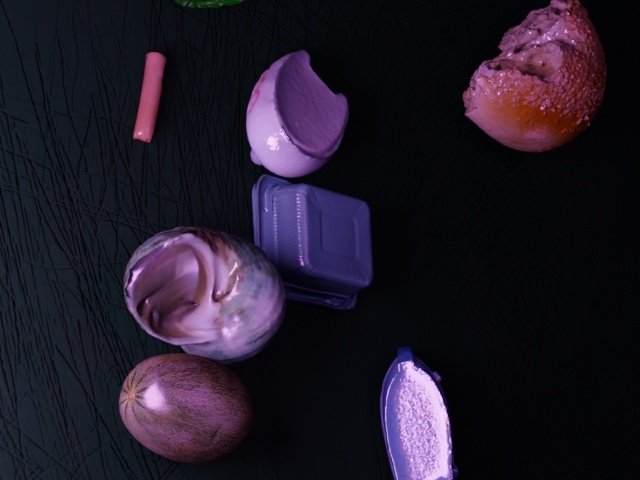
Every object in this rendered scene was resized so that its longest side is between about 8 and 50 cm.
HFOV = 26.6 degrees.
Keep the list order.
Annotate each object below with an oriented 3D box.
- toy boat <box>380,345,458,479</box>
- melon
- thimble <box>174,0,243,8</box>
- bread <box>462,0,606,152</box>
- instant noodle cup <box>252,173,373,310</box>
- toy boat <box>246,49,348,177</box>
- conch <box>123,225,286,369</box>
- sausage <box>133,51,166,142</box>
[{"bbox_3d":[0.126,0.241,1.748,0.102,0.088,0.215,51,29,-76],"label":"toy boat"},{"bbox_3d":[-0.136,0.179,1.439,0.167,0.114,0.114,26,57,-38],"label":"melon"},{"bbox_3d":[-0.132,-0.340,1.646,0.130,0.118,0.090,8,64,-66],"label":"thimble"},{"bbox_3d":[0.352,-0.241,2.106,0.192,0.171,0.314,57,43,-10],"label":"bread"},{"bbox_3d":[0.000,0.000,1.698,0.179,0.070,0.157,14,67,-46],"label":"instant noodle cup"},{"bbox_3d":[-0.037,-0.154,1.725,0.134,0.079,0.208,49,34,-21],"label":"toy boat"},{"bbox_3d":[-0.127,0.063,1.492,0.188,0.122,0.176,54,51,-14],"label":"conch"},{"bbox_3d":[-0.199,-0.166,1.573,0.026,0.026,0.116,28,57,-38],"label":"sausage"}]
